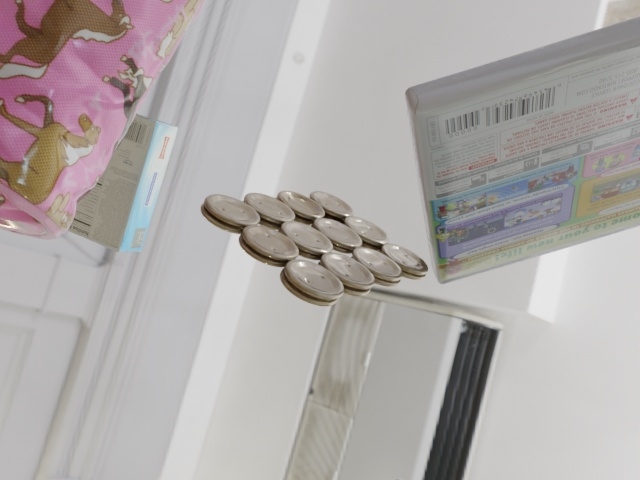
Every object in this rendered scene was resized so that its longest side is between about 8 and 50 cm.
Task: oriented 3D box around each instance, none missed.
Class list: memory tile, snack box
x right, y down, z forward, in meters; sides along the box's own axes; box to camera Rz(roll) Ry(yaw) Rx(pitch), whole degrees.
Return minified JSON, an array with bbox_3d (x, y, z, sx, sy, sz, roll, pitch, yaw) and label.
[{"bbox_3d":[0.000,0.000,0.448,0.113,0.148,0.012,38,-65,27],"label":"memory tile"},{"bbox_3d":[-0.375,-0.122,0.970,0.322,0.060,0.187,21,-83,18],"label":"snack box"}]

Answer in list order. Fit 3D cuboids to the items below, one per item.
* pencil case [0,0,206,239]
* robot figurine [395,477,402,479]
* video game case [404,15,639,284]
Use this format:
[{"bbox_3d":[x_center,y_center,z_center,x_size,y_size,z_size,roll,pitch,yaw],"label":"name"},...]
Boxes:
[{"bbox_3d":[-0.160,-0.187,0.467,0.167,0.160,0.386,-12,-130,62],"label":"pencil case"},{"bbox_3d":[0.146,0.356,0.509,0.200,0.300,0.353,-41,-101,15],"label":"robot figurine"},{"bbox_3d":[0.168,-0.055,0.438,0.213,0.193,0.023,-17,-126,3],"label":"video game case"}]
